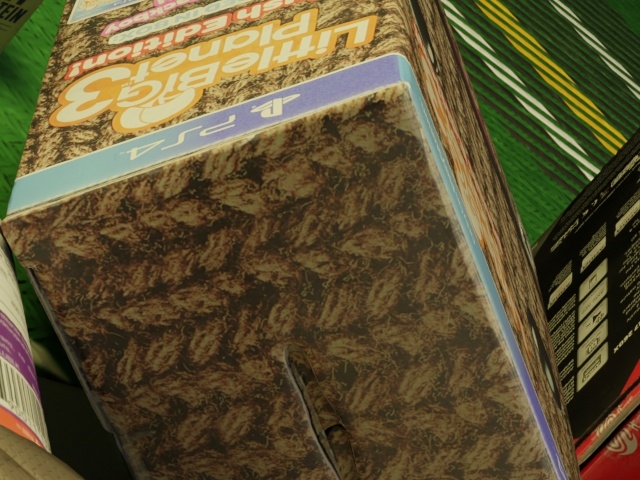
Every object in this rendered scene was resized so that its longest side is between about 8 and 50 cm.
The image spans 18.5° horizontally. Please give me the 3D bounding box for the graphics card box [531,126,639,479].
[{"bbox_3d":[0.180,0.045,1.043,0.094,0.233,0.371,37,20,-7],"label":"graphics card box"}]

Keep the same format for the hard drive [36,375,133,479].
[{"bbox_3d":[-0.099,0.101,0.708,0.094,0.022,0.135,22,30,-45],"label":"hard drive"}]

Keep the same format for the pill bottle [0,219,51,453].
[{"bbox_3d":[-0.147,0.036,0.622,0.108,0.108,0.193,30,24,-34],"label":"pill bottle"}]

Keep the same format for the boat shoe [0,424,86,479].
[{"bbox_3d":[-0.047,0.156,0.555,0.132,0.130,0.355,40,0,39],"label":"boat shoe"}]

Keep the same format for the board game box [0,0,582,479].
[{"bbox_3d":[0.000,0.000,0.793,0.291,0.141,0.232,-92,161,-62],"label":"board game box"}]

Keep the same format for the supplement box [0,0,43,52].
[{"bbox_3d":[-0.173,-0.148,0.961,0.056,0.083,0.083,17,33,-50],"label":"supplement box"}]
